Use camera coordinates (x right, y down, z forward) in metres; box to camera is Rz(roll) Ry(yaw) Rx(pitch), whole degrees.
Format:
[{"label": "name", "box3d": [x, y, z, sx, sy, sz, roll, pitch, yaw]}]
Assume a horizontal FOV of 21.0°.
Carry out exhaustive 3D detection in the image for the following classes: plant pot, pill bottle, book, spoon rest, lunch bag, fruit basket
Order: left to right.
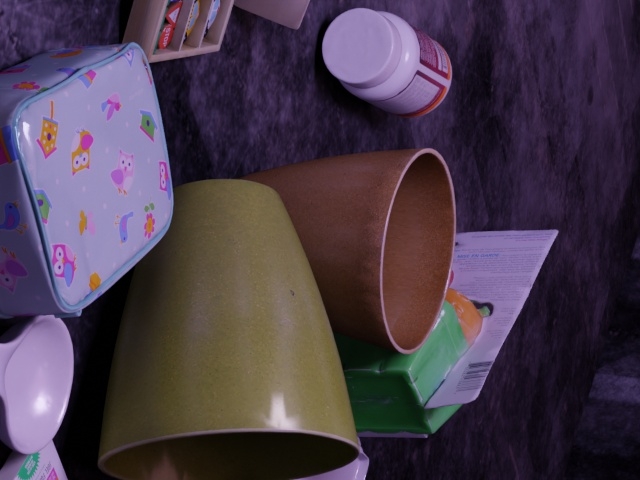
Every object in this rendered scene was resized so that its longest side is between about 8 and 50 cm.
[{"label": "spoon rest", "box3d": [-0.297, 0.123, 1.588, 0.276, 0.084, 0.137, 28, 71, -64]}, {"label": "book", "box3d": [-0.283, 0.267, 1.729, 0.096, 0.035, 0.144, -64, 149, -46]}, {"label": "lunch bag", "box3d": [-0.241, -0.054, 1.612, 0.279, 0.107, 0.224, -45, 131, -60]}, {"label": "plant pot", "box3d": [-0.104, 0.093, 1.851, 0.275, 0.274, 0.294, 38, 45, -63]}, {"label": "plant pot", "box3d": [0.000, 0.000, 2.022, 0.237, 0.254, 0.237, 6, 90, -67]}, {"label": "pill bottle", "box3d": [0.089, -0.241, 2.331, 0.221, 0.121, 0.121, 16, 81, -66]}, {"label": "fruit basket", "box3d": [0.111, 0.105, 2.219, 0.353, 0.327, 0.165, -52, 131, -50]}]

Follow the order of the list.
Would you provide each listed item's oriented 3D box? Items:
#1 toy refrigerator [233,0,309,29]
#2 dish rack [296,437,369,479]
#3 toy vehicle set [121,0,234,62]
[{"label": "toy refrigerator", "box3d": [-0.023, -0.367, 1.937, 0.269, 0.094, 0.102, 116, -6, -57]}, {"label": "dish rack", "box3d": [-0.022, 0.371, 2.304, 0.285, 0.072, 0.333, 52, 48, -57]}, {"label": "toy vehicle set", "box3d": [-0.123, -0.324, 1.830, 0.166, 0.035, 0.267, -25, 137, -63]}]
